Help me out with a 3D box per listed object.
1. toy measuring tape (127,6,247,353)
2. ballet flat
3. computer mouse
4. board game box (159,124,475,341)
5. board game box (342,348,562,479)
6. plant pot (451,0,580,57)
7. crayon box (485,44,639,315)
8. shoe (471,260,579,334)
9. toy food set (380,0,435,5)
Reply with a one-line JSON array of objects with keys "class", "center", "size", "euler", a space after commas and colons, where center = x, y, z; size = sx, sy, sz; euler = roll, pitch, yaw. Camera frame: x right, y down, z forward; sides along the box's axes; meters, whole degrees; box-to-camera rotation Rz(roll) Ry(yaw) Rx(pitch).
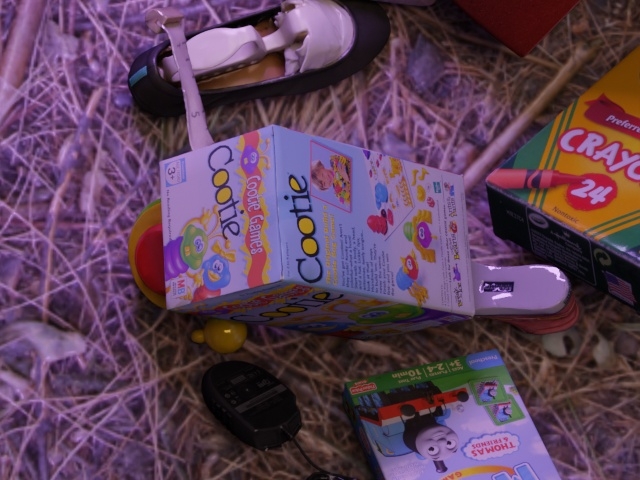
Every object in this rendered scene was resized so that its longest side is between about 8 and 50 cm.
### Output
[{"class": "toy measuring tape", "center": [-0.141, -0.049, 1.884], "size": [0.121, 0.121, 0.330], "euler": [-16, 92, -15]}, {"class": "ballet flat", "center": [-0.051, -0.186, 1.959], "size": [0.280, 0.096, 0.095], "euler": [-20, 80, -16]}, {"class": "computer mouse", "center": [-0.026, 0.196, 1.856], "size": [0.071, 0.041, 0.242], "euler": [-22, 51, -36]}, {"class": "board game box", "center": [0.000, 0.000, 1.828], "size": [0.275, 0.142, 0.144], "euler": [13, 69, -48]}, {"class": "board game box", "center": [0.130, 0.205, 1.877], "size": [0.160, 0.039, 0.211], "euler": [-12, 49, -14]}, {"class": "plant pot", "center": [0.187, -0.389, 1.926], "size": [0.235, 0.267, 0.267], "euler": [28, 57, -11]}, {"class": "crayon box", "center": [0.342, -0.086, 1.959], "size": [0.318, 0.081, 0.202], "euler": [-41, 49, -24]}, {"class": "shoe", "center": [0.165, 0.057, 1.961], "size": [0.178, 0.081, 0.063], "euler": [3, 68, 20]}, {"class": "toy food set", "center": [0.012, -0.392, 2.011], "size": [0.219, 0.092, 0.306], "euler": [2, 70, -35]}]
